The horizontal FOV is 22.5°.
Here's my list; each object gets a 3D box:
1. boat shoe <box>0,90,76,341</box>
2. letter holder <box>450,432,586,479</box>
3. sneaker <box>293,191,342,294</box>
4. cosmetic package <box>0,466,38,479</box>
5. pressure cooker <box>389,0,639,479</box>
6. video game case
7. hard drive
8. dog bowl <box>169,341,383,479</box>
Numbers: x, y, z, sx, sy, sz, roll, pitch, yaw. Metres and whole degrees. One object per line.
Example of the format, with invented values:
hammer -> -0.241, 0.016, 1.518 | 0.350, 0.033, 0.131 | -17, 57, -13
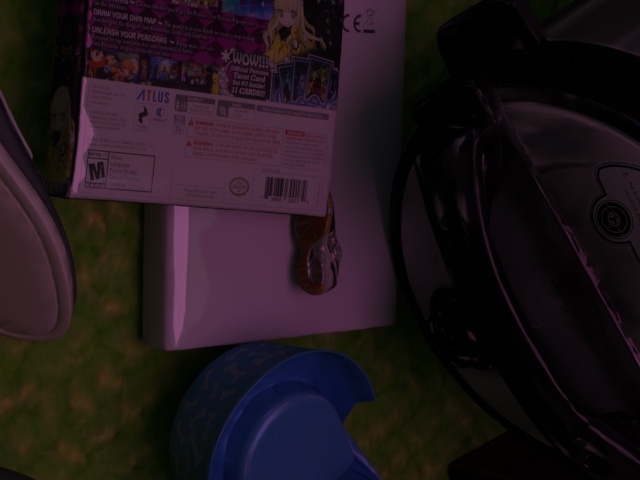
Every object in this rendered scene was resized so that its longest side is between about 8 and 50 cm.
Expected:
boat shoe -> -0.228, -0.066, 1.046 | 0.099, 0.116, 0.319 | -72, 150, -44
letter holder -> 0.302, 0.252, 1.410 | 0.214, 0.302, 0.152 | -25, 111, -35
sneaker -> 0.000, 0.000, 1.246 | 0.037, 0.032, 0.083 | -3, 98, -60
cosmetic package -> -0.291, 0.206, 1.028 | 0.238, 0.127, 0.107 | 6, 92, -42
pressure cooker -> 0.265, -0.012, 1.279 | 0.420, 0.370, 0.376 | -34, 145, -39
video game case -> -0.083, -0.127, 1.143 | 0.232, 0.042, 0.210 | 3, 93, -41
hard drive -> -0.031, -0.101, 1.252 | 0.233, 0.047, 0.353 | -4, 98, -40
dog bowl -> -0.022, 0.203, 1.255 | 0.166, 0.074, 0.297 | -40, 129, -26
